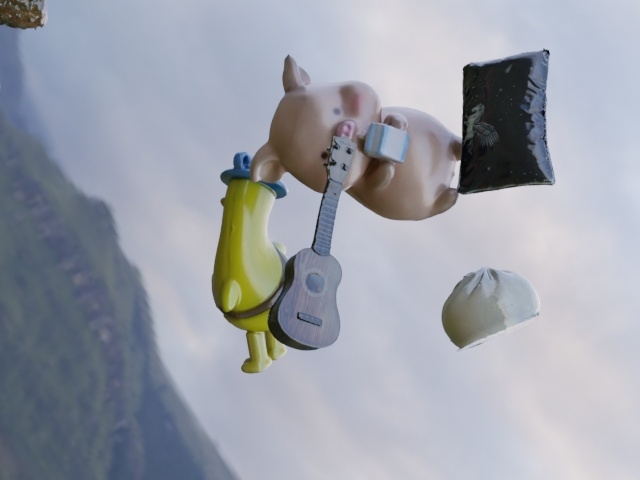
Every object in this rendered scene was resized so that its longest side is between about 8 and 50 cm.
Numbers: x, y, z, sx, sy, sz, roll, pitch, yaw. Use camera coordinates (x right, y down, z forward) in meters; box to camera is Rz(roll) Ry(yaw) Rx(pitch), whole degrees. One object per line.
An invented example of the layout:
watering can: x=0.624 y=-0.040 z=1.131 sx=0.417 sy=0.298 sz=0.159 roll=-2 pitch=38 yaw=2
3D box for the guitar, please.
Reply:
guitar: x=-0.001 y=0.000 z=1.710 sx=0.083 sy=0.271 sz=0.038 roll=20 pitch=-21 yaw=-23

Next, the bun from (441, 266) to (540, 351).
bun: x=0.282 y=0.107 z=2.406 sx=0.120 sy=0.172 sz=0.173 roll=67 pitch=-18 yaw=7

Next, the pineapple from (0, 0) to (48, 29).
pineapple: x=-0.576 y=-0.402 z=2.376 sx=0.111 sy=0.237 sz=0.119 roll=150 pitch=-63 yaw=-75

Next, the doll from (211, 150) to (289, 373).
doll: x=-0.106 y=0.033 z=2.278 sx=0.145 sy=0.199 sz=0.363 roll=2 pitch=-70 yaw=24

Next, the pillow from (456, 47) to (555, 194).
pillow: x=0.262 y=-0.169 z=2.029 sx=0.055 sy=0.141 sz=0.208 roll=41 pitch=47 yaw=-62

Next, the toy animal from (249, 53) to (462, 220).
toy animal: x=0.057 y=-0.133 z=2.085 sx=0.256 sy=0.195 sz=0.213 roll=25 pitch=-8 yaw=-32
